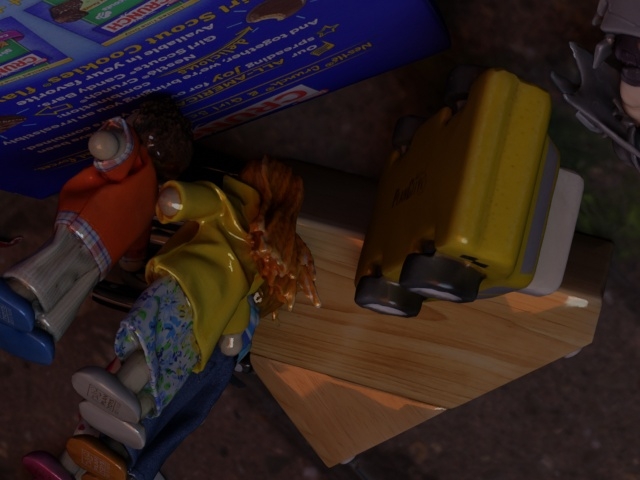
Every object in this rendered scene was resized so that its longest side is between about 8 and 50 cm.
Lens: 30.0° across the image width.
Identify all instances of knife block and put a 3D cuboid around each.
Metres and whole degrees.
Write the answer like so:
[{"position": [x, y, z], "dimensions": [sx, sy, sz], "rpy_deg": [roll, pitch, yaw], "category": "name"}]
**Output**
[{"position": [0.000, 0.000, 0.715], "dimensions": [0.276, 0.088, 0.242], "rpy_deg": [-30, 101, 27], "category": "knife block"}]

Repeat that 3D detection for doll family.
[{"position": [-0.065, 0.045, 0.601], "dimensions": [0.118, 0.163, 0.263], "rpy_deg": [26, 146, 13], "category": "doll family"}]

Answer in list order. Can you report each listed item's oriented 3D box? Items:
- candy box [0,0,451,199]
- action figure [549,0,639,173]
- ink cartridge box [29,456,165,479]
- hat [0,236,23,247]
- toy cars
[{"position": [-0.105, -0.128, 0.540], "dimensions": [0.268, 0.317, 0.122], "rpy_deg": [-20, 79, 12], "category": "candy box"}, {"position": [0.235, -0.087, 0.559], "dimensions": [0.185, 0.099, 0.285], "rpy_deg": [12, 162, -28], "category": "action figure"}, {"position": [-0.149, 0.210, 0.873], "dimensions": [0.088, 0.052, 0.122], "rpy_deg": [-29, 102, 26], "category": "ink cartridge box"}, {"position": [-0.362, -0.046, 0.850], "dimensions": [0.173, 0.184, 0.208], "rpy_deg": [-42, 53, 21], "category": "hat"}, {"position": [0.109, -0.089, 0.508], "dimensions": [0.087, 0.176, 0.393], "rpy_deg": [15, 129, -9], "category": "toy cars"}]
